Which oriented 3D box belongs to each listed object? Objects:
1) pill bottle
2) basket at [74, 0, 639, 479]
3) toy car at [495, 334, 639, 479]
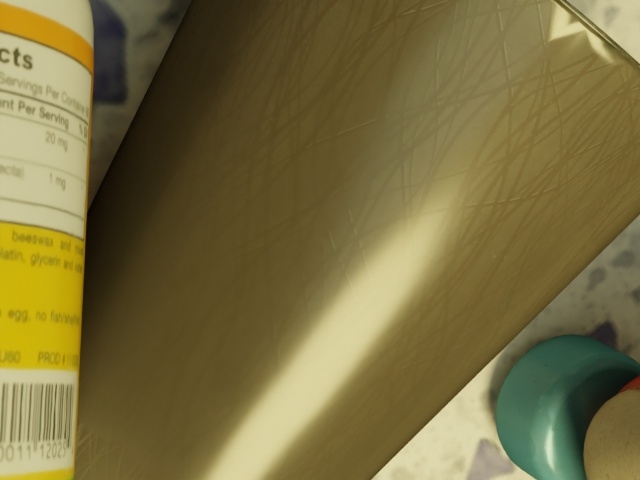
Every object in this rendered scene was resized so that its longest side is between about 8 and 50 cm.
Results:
[{"bbox_3d":[-0.140,-0.024,0.402,0.136,0.136,0.245,4,83,-22],"label":"pill bottle"},{"bbox_3d":[0.000,0.000,0.487,0.204,0.154,0.227,33,96,-24],"label":"basket"},{"bbox_3d":[0.247,0.100,0.576,0.238,0.219,0.210,-34,116,-14],"label":"toy car"}]
